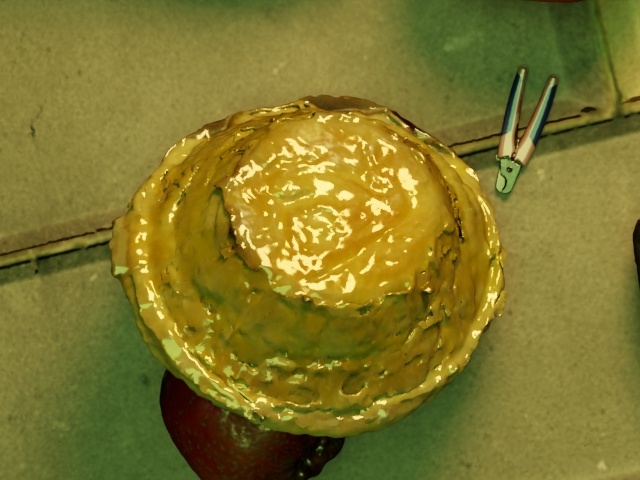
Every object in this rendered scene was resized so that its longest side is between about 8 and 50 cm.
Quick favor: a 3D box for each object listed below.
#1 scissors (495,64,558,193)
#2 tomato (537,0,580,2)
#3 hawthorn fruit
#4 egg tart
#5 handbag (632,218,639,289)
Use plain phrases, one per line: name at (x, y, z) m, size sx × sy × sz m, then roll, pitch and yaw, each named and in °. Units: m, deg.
scissors at (0.176, -0.096, 1.664) m, size 0.039 × 0.012 × 0.113 m, roll 18°, pitch 95°, yaw 8°
tomato at (0.194, -0.319, 1.571) m, size 0.259 × 0.180 × 0.260 m, roll 1°, pitch 95°, yaw 8°
hawthorn fruit at (-0.069, 0.131, 1.646) m, size 0.157 × 0.157 × 0.194 m, roll -42°, pitch 72°, yaw 8°
egg tart at (0.001, 0.000, 1.568) m, size 0.341 × 0.132 × 0.341 m, roll 5°, pitch 59°, yaw -8°
handbag at (0.402, 0.062, 1.607) m, size 0.246 × 0.080 × 0.223 m, roll -11°, pitch 97°, yaw 7°
